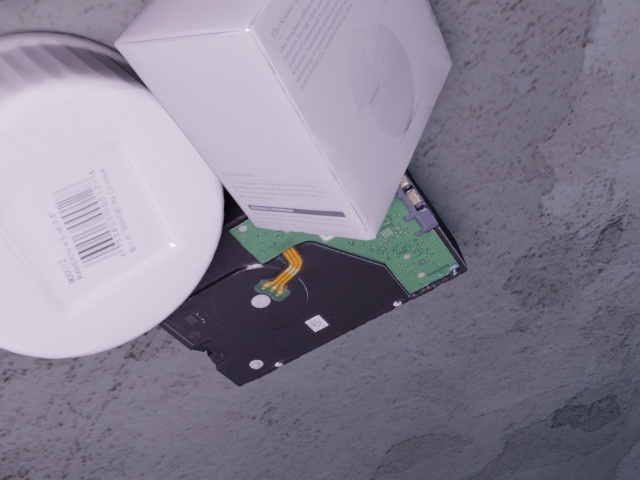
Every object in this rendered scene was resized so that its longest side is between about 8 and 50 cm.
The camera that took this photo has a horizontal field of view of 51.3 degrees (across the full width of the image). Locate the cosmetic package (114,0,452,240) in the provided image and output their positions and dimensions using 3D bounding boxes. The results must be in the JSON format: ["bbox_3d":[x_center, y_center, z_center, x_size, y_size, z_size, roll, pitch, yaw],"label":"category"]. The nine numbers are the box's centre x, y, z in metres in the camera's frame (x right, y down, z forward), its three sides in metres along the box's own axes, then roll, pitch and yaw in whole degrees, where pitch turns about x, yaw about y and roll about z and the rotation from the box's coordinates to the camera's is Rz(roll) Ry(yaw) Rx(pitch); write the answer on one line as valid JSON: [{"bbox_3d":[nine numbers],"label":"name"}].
[{"bbox_3d":[-0.011,-0.159,0.568,0.224,0.138,0.224,-64,143,-27],"label":"cosmetic package"}]

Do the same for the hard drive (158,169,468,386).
[{"bbox_3d":[-0.029,0.027,0.778,0.339,0.064,0.237,-29,129,17],"label":"hard drive"}]

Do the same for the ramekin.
[{"bbox_3d":[-0.221,-0.032,0.590,0.277,0.135,0.277,-18,123,-31],"label":"ramekin"}]
